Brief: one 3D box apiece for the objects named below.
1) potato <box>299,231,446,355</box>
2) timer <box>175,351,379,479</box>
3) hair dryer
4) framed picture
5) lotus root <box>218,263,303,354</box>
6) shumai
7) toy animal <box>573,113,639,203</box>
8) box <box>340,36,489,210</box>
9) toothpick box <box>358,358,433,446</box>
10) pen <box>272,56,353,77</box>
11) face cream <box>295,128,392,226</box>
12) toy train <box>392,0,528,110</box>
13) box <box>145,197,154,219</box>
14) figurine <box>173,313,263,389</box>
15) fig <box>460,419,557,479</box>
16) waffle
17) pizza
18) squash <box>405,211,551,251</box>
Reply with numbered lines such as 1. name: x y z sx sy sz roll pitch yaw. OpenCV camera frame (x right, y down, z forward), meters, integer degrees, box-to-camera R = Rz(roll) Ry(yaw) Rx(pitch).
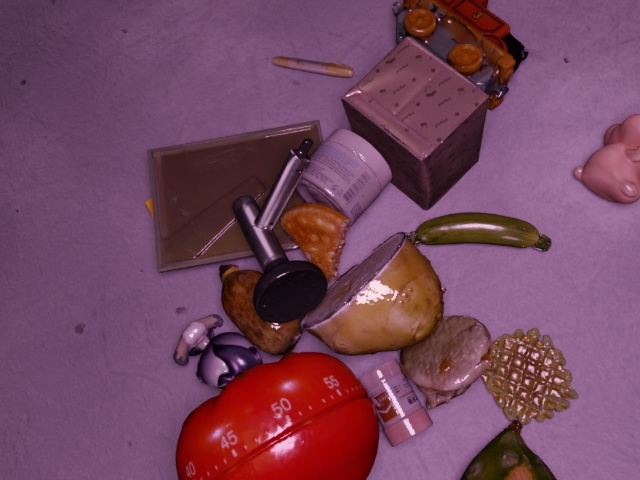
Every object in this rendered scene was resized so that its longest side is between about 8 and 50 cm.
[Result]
1. potato: 0.120 0.151 1.080 0.300 0.246 0.196 -39 94 19
2. timer: -0.073 0.383 0.969 0.378 0.378 0.279 -33 67 3
3. hair dryer: -0.091 -0.039 1.066 0.156 0.284 0.320 -7 52 -27
4. framed picture: -0.194 -0.112 1.279 0.447 0.028 0.325 -9 75 1
5. lotus root: -0.143 0.148 1.176 0.260 0.145 0.128 43 52 18
6. shumai: 0.270 0.255 1.063 0.201 0.120 0.201 -28 28 16
7. toy animal: 0.652 -0.174 1.075 0.198 0.171 0.171 -43 70 2
8. box: 0.207 -0.237 1.120 0.190 0.297 0.225 -45 70 -2
9. toothpick box: 0.153 0.335 1.078 0.098 0.098 0.148 -31 69 3
10. pen: -0.020 -0.466 1.380 0.234 0.032 0.040 16 56 17
11. face cream: 0.047 -0.137 1.169 0.177 0.177 0.153 37 79 20
12. toy train: 0.326 -0.482 1.240 0.232 0.163 0.369 -40 69 -9
13. box: -0.306 -0.108 1.339 0.269 0.043 0.152 -33 73 3
14. figurine: -0.216 0.257 1.170 0.222 0.145 0.145 30 83 20
15. fig: 0.357 0.464 0.971 0.196 0.195 0.244 3 43 14
16. waffle: 0.424 0.276 1.065 0.169 0.036 0.183 -28 71 3
17. pizza: 0.000 0.000 1.180 0.201 0.193 0.053 13 34 38
18. squash: 0.345 -0.023 1.150 0.319 0.080 0.071 2 37 13
